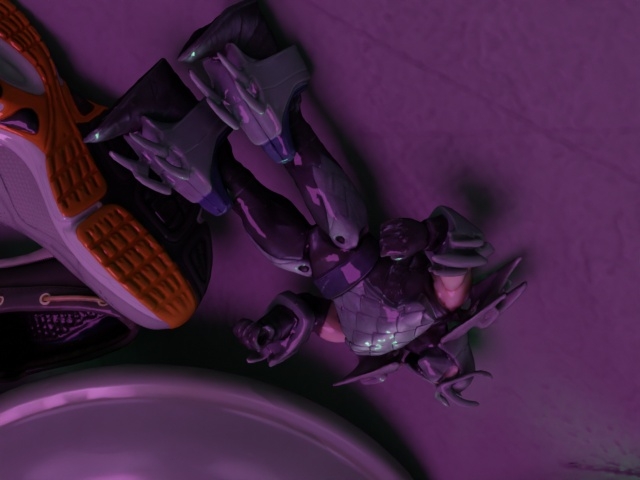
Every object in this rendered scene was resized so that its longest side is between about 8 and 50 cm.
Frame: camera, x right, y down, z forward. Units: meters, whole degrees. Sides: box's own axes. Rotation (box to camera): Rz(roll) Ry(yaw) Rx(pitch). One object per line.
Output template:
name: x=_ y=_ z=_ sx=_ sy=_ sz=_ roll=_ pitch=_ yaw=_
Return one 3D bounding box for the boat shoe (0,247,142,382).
boat shoe: x=-0.218 y=0.058 z=1.118 sx=0.227 sy=0.069 sz=0.081 roll=-18 pitch=129 yaw=19

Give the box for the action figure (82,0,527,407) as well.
action figure: x=0.000 y=0.000 z=0.992 sx=0.185 sy=0.099 sz=0.285 roll=-35 pitch=103 yaw=32

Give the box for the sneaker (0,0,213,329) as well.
sneaker: x=-0.177 y=-0.039 z=1.064 sx=0.262 sy=0.099 sz=0.121 roll=49 pitch=140 yaw=6

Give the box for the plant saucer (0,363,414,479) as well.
plant saucer: x=-0.107 y=0.266 z=1.128 sx=0.400 sy=0.100 sz=0.401 roll=1 pitch=124 yaw=2
